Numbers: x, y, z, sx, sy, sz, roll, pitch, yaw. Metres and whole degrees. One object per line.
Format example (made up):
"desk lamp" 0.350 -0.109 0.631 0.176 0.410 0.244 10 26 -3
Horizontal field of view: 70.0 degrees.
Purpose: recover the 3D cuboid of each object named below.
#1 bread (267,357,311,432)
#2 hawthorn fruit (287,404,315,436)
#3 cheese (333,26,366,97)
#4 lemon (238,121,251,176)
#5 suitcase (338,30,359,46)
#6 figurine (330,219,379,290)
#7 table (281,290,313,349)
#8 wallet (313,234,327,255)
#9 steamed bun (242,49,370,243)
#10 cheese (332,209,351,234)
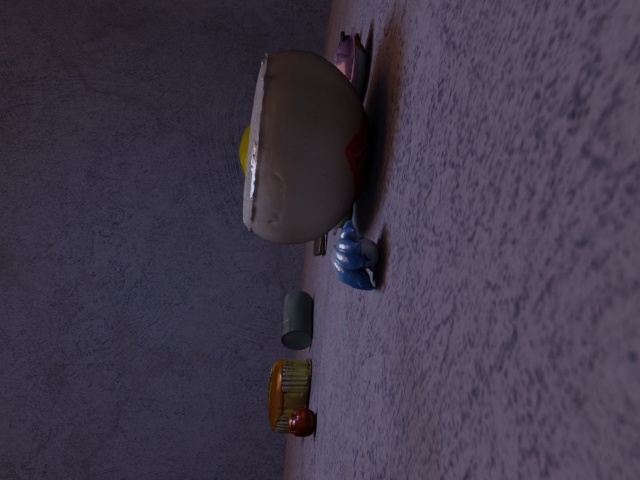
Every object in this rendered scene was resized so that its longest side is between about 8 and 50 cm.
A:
"bread" -0.124 0.587 1.745 0.204 0.156 0.288 -109 27 -75
"hawthorn fruit" -0.054 0.539 1.367 0.093 0.093 0.093 -174 90 -86
"cheese" 0.066 -0.365 1.115 0.189 0.074 0.286 -95 9 -72
"lemon" -0.109 -0.274 1.649 0.364 0.364 0.364 -174 90 -86
"suitcase" 0.075 -0.527 1.304 0.126 0.059 0.086 133 145 -83
"figurine" 0.057 0.033 0.699 0.114 0.079 0.114 168 90 -87
"table" -0.095 0.331 1.912 0.220 0.126 0.126 -91 8 -51
"wallet" 0.000 0.000 1.704 0.153 0.039 0.118 161 113 -81
"steamed bun" -0.026 -0.172 0.911 0.374 0.241 0.374 -171 90 -80
"cheese" 0.048 -0.060 1.149 0.192 0.037 0.097 104 174 -67
